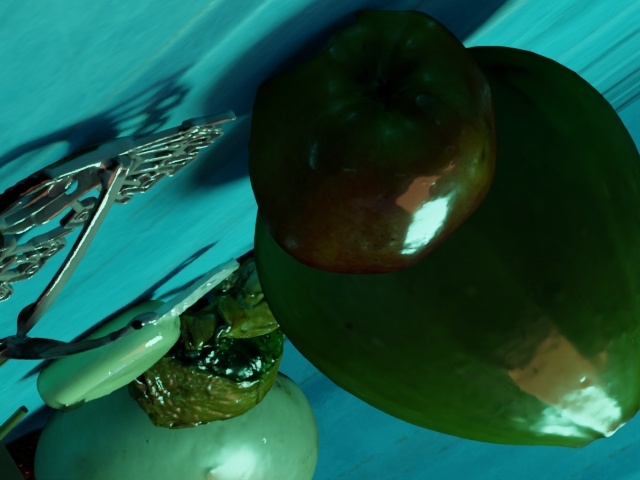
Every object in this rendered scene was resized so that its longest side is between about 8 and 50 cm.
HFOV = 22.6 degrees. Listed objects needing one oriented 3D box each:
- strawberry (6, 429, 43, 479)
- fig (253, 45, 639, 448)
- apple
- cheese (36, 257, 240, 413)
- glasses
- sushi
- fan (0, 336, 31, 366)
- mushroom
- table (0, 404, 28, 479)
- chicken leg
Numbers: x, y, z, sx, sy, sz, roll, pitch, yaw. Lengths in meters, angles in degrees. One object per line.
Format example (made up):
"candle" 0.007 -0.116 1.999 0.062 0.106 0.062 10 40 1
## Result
"strawberry" -0.404 0.333 2.148 0.236 0.106 0.175 -30 175 -32
"fig" 0.119 0.017 1.183 0.316 0.316 0.316 -32 175 -3
"apple" 0.033 -0.056 0.971 0.156 0.147 0.158 -11 172 -4
"cheese" -0.167 0.084 1.551 0.251 0.054 0.127 -37 173 33
"glasses" -0.138 0.015 0.880 0.255 0.095 0.162 -33 -177 28
"sushi" -0.108 0.119 1.824 0.149 0.140 0.287 16 -146 43
"fan" -0.334 0.139 1.309 0.220 0.009 0.132 -35 172 13
"mushroom" -0.188 0.250 2.039 0.362 0.294 0.362 -12 150 -7
"table" -0.291 0.274 1.533 0.111 0.240 0.121 -34 175 28
"chicken leg" -0.080 0.063 1.690 0.101 0.085 0.207 -35 177 30
